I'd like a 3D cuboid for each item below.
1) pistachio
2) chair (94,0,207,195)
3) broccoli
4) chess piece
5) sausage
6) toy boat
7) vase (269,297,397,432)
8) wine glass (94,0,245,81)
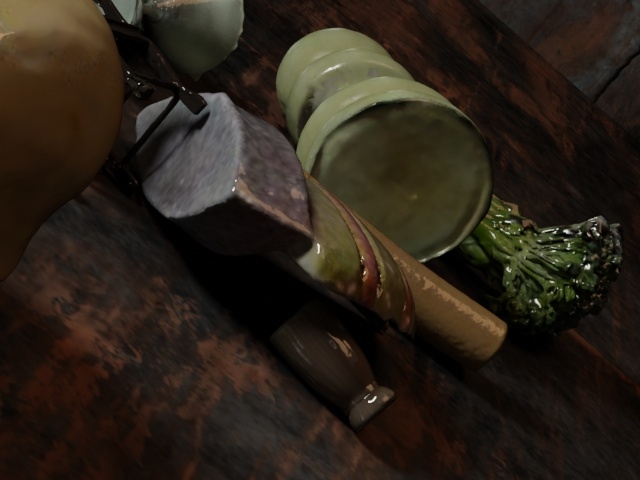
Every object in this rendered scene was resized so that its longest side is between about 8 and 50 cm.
[{"bbox_3d":[-0.244,-0.079,1.073,0.238,0.229,0.321,67,27,-6],"label":"pistachio"},{"bbox_3d":[-0.207,-0.150,1.515,0.229,0.106,0.113,47,15,21],"label":"chair"},{"bbox_3d":[0.174,-0.016,2.022,0.304,0.145,0.165,30,12,4],"label":"broccoli"},{"bbox_3d":[0.043,-0.117,1.907,0.182,0.182,0.330,34,13,-24],"label":"chess piece"},{"bbox_3d":[0.041,0.016,1.724,0.301,0.066,0.066,38,17,-13],"label":"sausage"},{"bbox_3d":[-0.018,-0.011,1.540,0.293,0.111,0.276,34,2,-13],"label":"toy boat"},{"bbox_3d":[0.012,0.097,1.478,0.101,0.053,0.053,48,17,8],"label":"vase"},{"bbox_3d":[-0.159,-0.212,1.766,0.122,0.122,0.183,46,20,14],"label":"wine glass"}]
